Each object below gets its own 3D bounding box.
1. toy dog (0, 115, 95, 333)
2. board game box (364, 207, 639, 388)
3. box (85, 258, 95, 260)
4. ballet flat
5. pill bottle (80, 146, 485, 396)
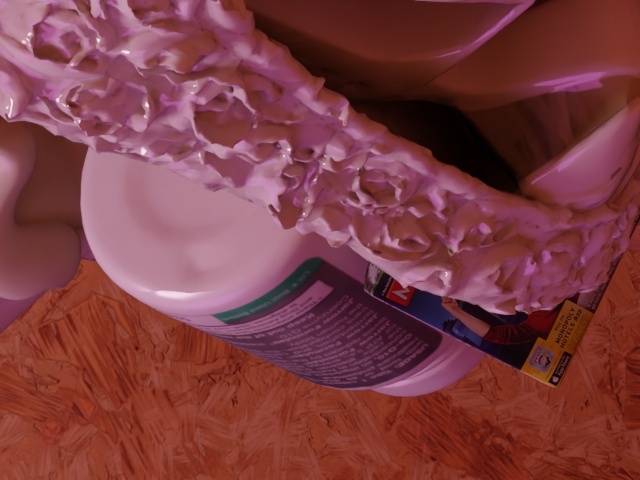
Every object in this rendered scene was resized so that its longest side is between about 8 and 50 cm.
[{"bbox_3d":[-0.275,-0.020,1.269,0.284,0.408,0.395,53,166,37],"label":"toy dog"},{"bbox_3d":[0.109,-0.032,1.004,0.194,0.194,0.060,28,176,-13],"label":"board game box"},{"bbox_3d":[-0.366,-0.114,1.572,0.381,0.143,0.191,14,-150,10],"label":"box"},{"bbox_3d":[0.038,-0.061,0.541,0.147,0.147,0.409,13,180,41],"label":"ballet flat"},{"bbox_3d":[0.000,0.000,1.154,0.204,0.204,0.361,13,169,31],"label":"pill bottle"}]
